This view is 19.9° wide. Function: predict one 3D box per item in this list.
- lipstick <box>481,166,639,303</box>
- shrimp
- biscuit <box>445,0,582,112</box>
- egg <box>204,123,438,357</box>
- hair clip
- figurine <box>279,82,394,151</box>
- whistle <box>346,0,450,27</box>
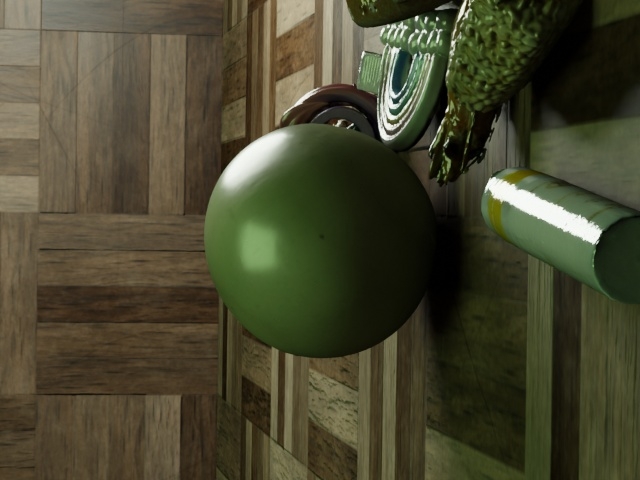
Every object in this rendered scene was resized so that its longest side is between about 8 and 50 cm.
[{"bbox_3d":[0.168,-0.008,1.224,0.264,0.059,0.059,-136,48,-77],"label":"lipstick"},{"bbox_3d":[0.122,-0.161,1.506,0.133,0.053,0.236,-147,63,-73],"label":"shrimp"},{"bbox_3d":[0.141,-0.156,1.344,0.070,0.082,0.168,42,159,8],"label":"biscuit"},{"bbox_3d":[0.000,0.000,1.714,0.269,0.219,0.219,-111,24,-65],"label":"egg"},{"bbox_3d":[0.087,-0.154,1.738,0.220,0.054,0.140,-146,69,-74],"label":"hair clip"},{"bbox_3d":[0.014,-0.099,1.952,0.114,0.126,0.157,-47,3,-14],"label":"figurine"},{"bbox_3d":[0.078,-0.234,1.663,0.220,0.107,0.057,-65,-44,-77],"label":"whistle"}]
